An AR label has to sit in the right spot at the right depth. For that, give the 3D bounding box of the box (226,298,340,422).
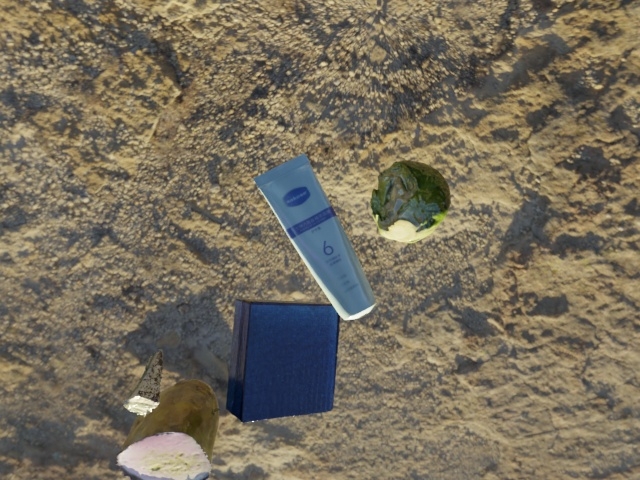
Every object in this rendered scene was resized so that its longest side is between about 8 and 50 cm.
[{"bbox_3d":[-0.091,0.294,1.127,0.262,0.116,0.278,8,85,-31],"label":"box"}]

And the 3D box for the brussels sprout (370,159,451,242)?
[{"bbox_3d":[0.188,-0.075,0.886,0.146,0.183,0.131,21,148,-31],"label":"brussels sprout"}]

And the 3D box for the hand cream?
[{"bbox_3d":[0.000,0.000,0.815,0.109,0.067,0.320,-29,86,-10],"label":"hand cream"}]

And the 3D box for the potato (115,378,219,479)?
[{"bbox_3d":[-0.366,0.466,1.132,0.230,0.266,0.229,-4,114,-8],"label":"potato"}]

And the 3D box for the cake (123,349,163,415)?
[{"bbox_3d":[-0.340,0.284,0.888,0.055,0.140,0.051,42,111,-18],"label":"cake"}]
